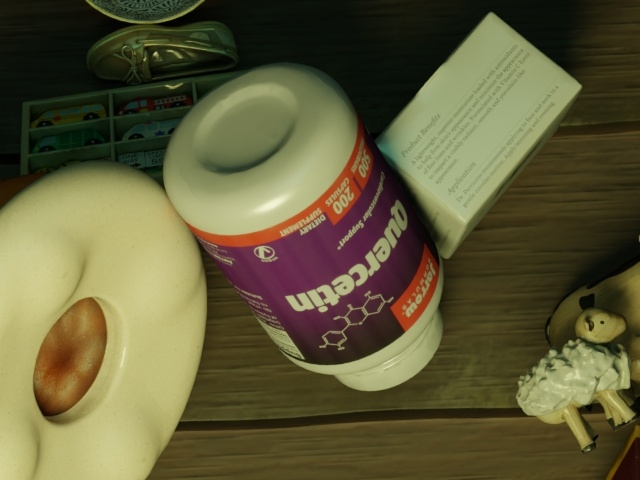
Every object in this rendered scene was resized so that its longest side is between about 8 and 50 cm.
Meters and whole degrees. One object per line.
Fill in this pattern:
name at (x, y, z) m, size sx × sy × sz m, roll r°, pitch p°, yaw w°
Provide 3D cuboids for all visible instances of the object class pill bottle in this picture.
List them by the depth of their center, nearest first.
pill bottle at (0.000, 0.000, 1.712) m, size 0.181 × 0.323 × 0.181 m, roll -16°, pitch 47°, yaw 18°

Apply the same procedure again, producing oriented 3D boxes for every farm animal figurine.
farm animal figurine at (0.346, 0.039, 1.771) m, size 0.327 × 0.330 × 0.172 m, roll -35°, pitch 82°, yaw 21°

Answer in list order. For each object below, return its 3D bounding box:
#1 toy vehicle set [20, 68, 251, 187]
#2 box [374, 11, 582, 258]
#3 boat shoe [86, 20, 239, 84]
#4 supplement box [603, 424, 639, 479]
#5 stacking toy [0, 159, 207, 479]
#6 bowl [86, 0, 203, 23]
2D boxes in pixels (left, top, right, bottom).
toy vehicle set at (-0.160, -0.097, 1.834) m, size 0.267 × 0.035 × 0.166 m, roll -8°, pitch 38°, yaw -3°
box at (0.142, -0.098, 1.813) m, size 0.119 × 0.182 × 0.181 m, roll 40°, pitch 81°, yaw 6°
boat shoe at (-0.160, -0.185, 1.888) m, size 0.153 × 0.056 × 0.048 m, roll -7°, pitch 43°, yaw -8°
supplement box at (0.304, 0.311, 1.671) m, size 0.129 × 0.194 × 0.191 m, roll 21°, pitch 122°, yaw -4°
stacking toy at (-0.376, 0.050, 1.722) m, size 0.480 × 0.350 × 0.350 m, roll 18°, pitch 76°, yaw 32°
bowl at (-0.175, -0.289, 1.903) m, size 0.170 × 0.080 × 0.170 m, roll 0°, pitch 77°, yaw -1°
